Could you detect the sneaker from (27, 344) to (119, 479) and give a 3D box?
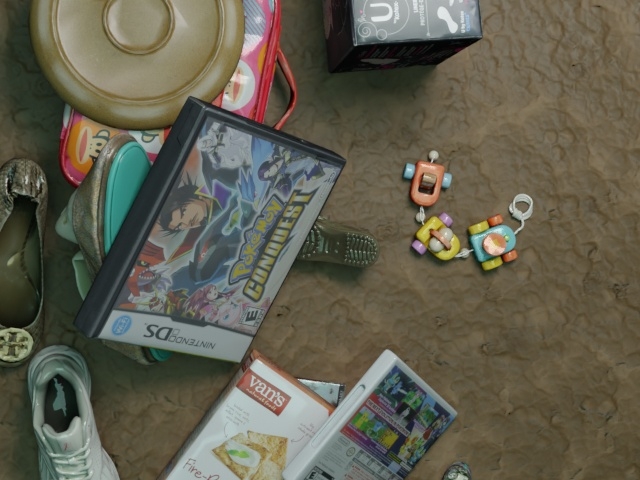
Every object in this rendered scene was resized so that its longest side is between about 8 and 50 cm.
[{"bbox_3d":[-0.289,0.238,1.601,0.090,0.115,0.232,-16,92,-5],"label":"sneaker"}]

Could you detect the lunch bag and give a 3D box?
[{"bbox_3d":[-0.156,-0.175,1.614,0.258,0.120,0.293,10,91,-10],"label":"lunch bag"}]

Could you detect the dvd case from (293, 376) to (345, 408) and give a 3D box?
[{"bbox_3d":[-0.035,0.206,1.678,0.119,0.013,0.087,9,90,-7],"label":"dvd case"}]

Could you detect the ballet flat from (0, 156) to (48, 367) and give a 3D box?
[{"bbox_3d":[-0.346,0.029,1.602,0.084,0.058,0.249,4,102,-23],"label":"ballet flat"}]

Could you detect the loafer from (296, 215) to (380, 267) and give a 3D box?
[{"bbox_3d":[0.000,0.000,1.663,0.148,0.050,0.056,17,96,10],"label":"loafer"}]

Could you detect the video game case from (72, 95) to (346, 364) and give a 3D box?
[{"bbox_3d":[-0.114,-0.001,1.542,0.035,0.248,0.274,35,101,38],"label":"video game case"}]

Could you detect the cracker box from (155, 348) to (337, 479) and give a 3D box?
[{"bbox_3d":[-0.082,0.266,1.636,0.156,0.067,0.232,36,91,-8],"label":"cracker box"}]

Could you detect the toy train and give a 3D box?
[{"bbox_3d":[0.172,-0.032,1.679,0.166,0.046,0.125,18,89,-6],"label":"toy train"}]

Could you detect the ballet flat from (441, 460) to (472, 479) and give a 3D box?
[{"bbox_3d":[0.148,0.318,1.686,0.041,0.041,0.114,26,88,-6],"label":"ballet flat"}]

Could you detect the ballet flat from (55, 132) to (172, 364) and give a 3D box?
[{"bbox_3d":[-0.233,0.012,1.548,0.106,0.107,0.316,16,132,24],"label":"ballet flat"}]

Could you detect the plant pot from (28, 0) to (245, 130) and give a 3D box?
[{"bbox_3d":[-0.198,-0.238,1.528,0.236,0.032,0.236,0,90,-8],"label":"plant pot"}]

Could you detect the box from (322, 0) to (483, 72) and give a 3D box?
[{"bbox_3d":[0.080,-0.282,1.565,0.142,0.247,0.163,-5,91,-7],"label":"box"}]

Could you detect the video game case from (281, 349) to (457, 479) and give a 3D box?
[{"bbox_3d":[0.060,0.232,1.614,0.183,0.201,0.023,-50,54,-3],"label":"video game case"}]
